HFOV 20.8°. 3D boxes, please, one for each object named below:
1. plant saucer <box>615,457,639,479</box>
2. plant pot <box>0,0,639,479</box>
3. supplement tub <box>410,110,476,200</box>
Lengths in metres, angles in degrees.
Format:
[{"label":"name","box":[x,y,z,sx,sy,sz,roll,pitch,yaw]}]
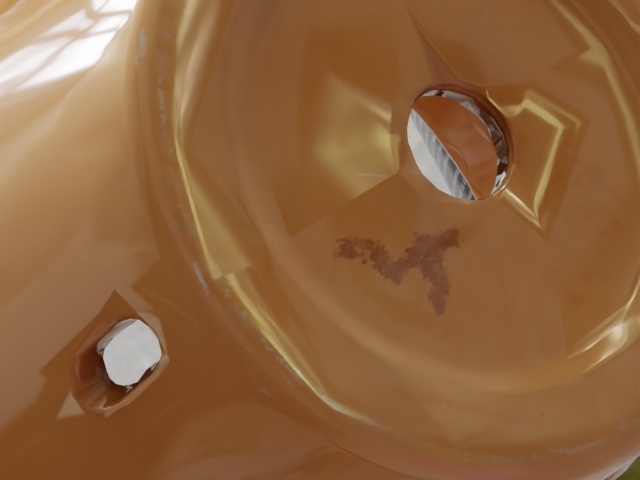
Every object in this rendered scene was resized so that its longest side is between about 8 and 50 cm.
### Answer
[{"label":"plant saucer","box":[0.322,0.182,1.448,0.241,0.241,0.037,-32,39,31]},{"label":"plant pot","box":[0.000,0.000,0.573,0.203,0.291,0.290,-34,58,58]},{"label":"supplement tub","box":[0.142,-0.068,0.794,0.191,0.191,0.272,-38,65,28]}]
